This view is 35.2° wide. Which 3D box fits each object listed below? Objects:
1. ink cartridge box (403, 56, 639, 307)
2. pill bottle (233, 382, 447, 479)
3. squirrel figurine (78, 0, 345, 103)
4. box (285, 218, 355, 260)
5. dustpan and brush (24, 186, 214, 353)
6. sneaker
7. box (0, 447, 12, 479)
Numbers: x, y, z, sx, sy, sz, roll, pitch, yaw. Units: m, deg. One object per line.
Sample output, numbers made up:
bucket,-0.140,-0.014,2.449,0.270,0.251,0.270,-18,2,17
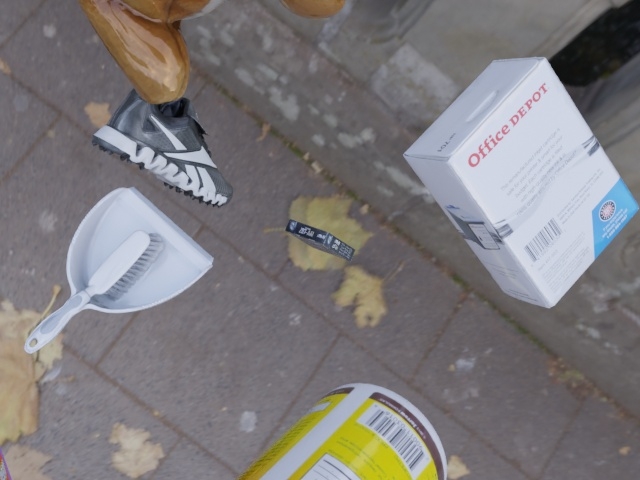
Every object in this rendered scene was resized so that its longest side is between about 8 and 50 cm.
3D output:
ink cartridge box,0.191,-0.055,0.944,0.139,0.082,0.190,-46,114,-14
pill bottle,-0.008,0.196,0.688,0.117,0.117,0.215,54,41,1
squirrel figurine,-0.074,-0.393,0.928,0.397,0.370,0.281,56,31,-19
box,0.000,0.000,1.374,0.083,0.067,0.018,32,79,-56
dustpan and brush,-0.241,0.048,1.111,0.147,0.060,0.211,41,81,12
sneaker,-0.169,-0.116,1.233,0.234,0.078,0.106,31,86,-53
box,-0.271,0.151,0.358,0.293,0.201,0.057,-16,104,-6
